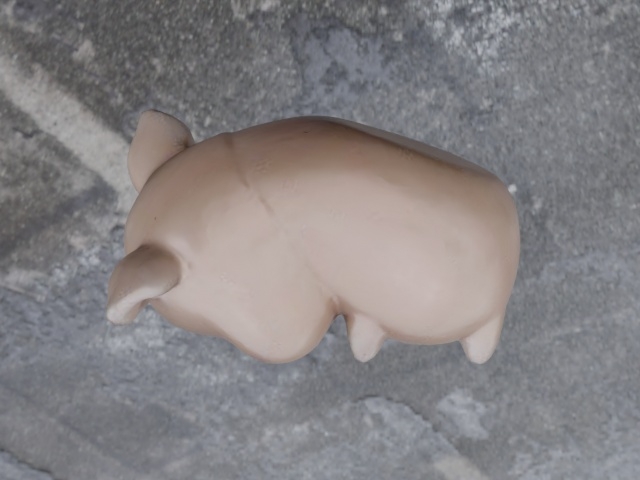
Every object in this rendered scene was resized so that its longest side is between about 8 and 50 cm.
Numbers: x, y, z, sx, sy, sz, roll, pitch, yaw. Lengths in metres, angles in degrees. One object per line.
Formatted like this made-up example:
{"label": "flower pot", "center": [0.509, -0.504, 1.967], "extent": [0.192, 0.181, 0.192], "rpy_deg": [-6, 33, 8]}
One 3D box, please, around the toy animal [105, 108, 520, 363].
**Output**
{"label": "toy animal", "center": [0.001, -0.001, 0.589], "extent": [0.250, 0.166, 0.154], "rpy_deg": [-1, 115, -6]}
